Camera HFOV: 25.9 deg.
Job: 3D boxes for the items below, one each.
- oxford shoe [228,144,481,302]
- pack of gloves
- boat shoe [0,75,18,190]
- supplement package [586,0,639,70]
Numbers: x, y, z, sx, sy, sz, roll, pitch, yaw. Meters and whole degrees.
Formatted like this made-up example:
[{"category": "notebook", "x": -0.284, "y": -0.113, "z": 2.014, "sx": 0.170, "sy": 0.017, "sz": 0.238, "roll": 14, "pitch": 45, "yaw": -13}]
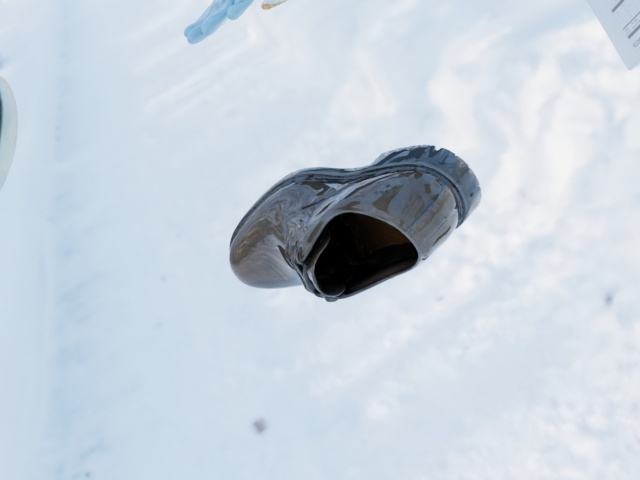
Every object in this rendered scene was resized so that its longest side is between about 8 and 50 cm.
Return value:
[{"category": "oxford shoe", "x": 0.000, "y": 0.000, "z": 0.974, "sx": 0.227, "sy": 0.083, "sz": 0.096, "roll": -21, "pitch": 24, "yaw": 48}, {"category": "pack of gloves", "x": -0.022, "y": -0.258, "z": 1.100, "sx": 0.195, "sy": 0.046, "sz": 0.232, "roll": -22, "pitch": 31, "yaw": 45}, {"category": "boat shoe", "x": -0.292, "y": -0.106, "z": 0.917, "sx": 0.127, "sy": 0.113, "sz": 0.340, "roll": -48, "pitch": 37, "yaw": 13}, {"category": "supplement package", "x": 0.319, "y": -0.317, "z": 1.367, "sx": 0.139, "sy": 0.244, "sz": 0.134, "roll": -28, "pitch": -7, "yaw": -14}]
